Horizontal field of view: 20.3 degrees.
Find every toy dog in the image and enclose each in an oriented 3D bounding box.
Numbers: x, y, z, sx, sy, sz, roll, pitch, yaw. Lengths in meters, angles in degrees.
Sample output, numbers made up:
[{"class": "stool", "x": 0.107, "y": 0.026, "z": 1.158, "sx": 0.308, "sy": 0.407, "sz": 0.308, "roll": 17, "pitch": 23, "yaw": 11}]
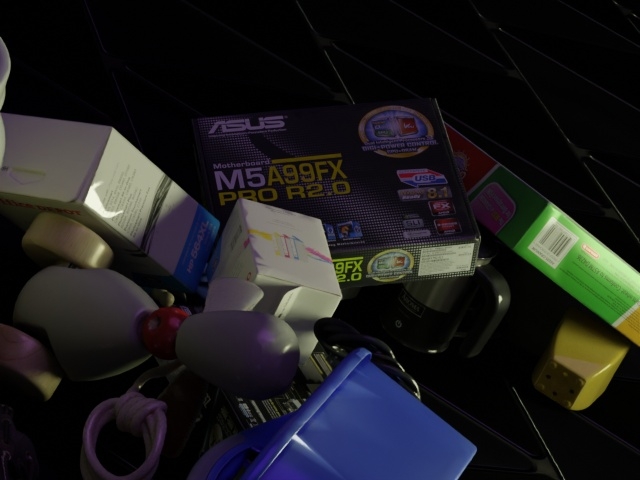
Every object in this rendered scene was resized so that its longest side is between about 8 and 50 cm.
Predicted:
[{"class": "toy dog", "x": -0.152, "y": 0.101, "z": 1.575, "sx": 0.333, "sy": 0.220, "sz": 0.161, "roll": 37, "pitch": -6, "yaw": 41}]

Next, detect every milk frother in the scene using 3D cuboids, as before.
[{"class": "milk frother", "x": 0.158, "y": 0.048, "z": 1.953, "sx": 0.129, "sy": 0.135, "sz": 0.143, "roll": 33, "pitch": 30, "yaw": 12}]

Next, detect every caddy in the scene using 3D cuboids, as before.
[{"class": "caddy", "x": -0.023, "y": 0.225, "z": 1.429, "sx": 0.179, "sy": 0.241, "sz": 0.341, "roll": 34, "pitch": 30, "yaw": 8}]

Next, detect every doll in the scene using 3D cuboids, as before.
[{"class": "doll", "x": -0.142, "y": 0.039, "z": 1.831, "sx": 0.189, "sy": 0.046, "sz": 0.129, "roll": 25, "pitch": 28, "yaw": -1}]

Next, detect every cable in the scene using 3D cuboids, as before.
[{"class": "cable", "x": 0.068, "y": 0.136, "z": 1.606, "sx": 0.047, "sy": 0.150, "sz": 0.184, "roll": -40, "pitch": 79, "yaw": -12}]

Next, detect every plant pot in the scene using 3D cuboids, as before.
[{"class": "plant pot", "x": 0.277, "y": 0.138, "z": 1.959, "sx": 0.081, "sy": 0.081, "sz": 0.083, "roll": 32, "pitch": 36, "yaw": 12}]

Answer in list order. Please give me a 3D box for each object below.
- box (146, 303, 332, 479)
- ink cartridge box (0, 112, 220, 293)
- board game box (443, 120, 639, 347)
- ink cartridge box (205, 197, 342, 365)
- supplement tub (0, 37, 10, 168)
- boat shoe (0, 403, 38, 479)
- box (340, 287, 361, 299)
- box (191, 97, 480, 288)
[{"class": "box", "x": -0.058, "y": 0.146, "z": 1.689, "sx": 0.147, "sy": 0.077, "sz": 0.180, "roll": 2, "pitch": 37, "yaw": -36}, {"class": "ink cartridge box", "x": -0.214, "y": -0.034, "z": 1.703, "sx": 0.148, "sy": 0.086, "sz": 0.203, "roll": 9, "pitch": -22, "yaw": 32}, {"class": "board game box", "x": 0.245, "y": -0.012, "z": 2.021, "sx": 0.242, "sy": 0.064, "sz": 0.316, "roll": 36, "pitch": 5, "yaw": -29}, {"class": "ink cartridge box", "x": -0.045, "y": 0.045, "z": 1.687, "sx": 0.090, "sy": 0.092, "sz": 0.143, "roll": 15, "pitch": 32, "yaw": -21}, {"class": "supplement tub", "x": -0.397, "y": -0.038, "z": 1.476, "sx": 0.235, "sy": 0.325, "sz": 0.235, "roll": 19, "pitch": 30, "yaw": -11}, {"class": "boat shoe", "x": -0.264, "y": 0.182, "z": 1.448, "sx": 0.073, "sy": 0.080, "sz": 0.223, "roll": 7, "pitch": 20, "yaw": -22}, {"class": "box", "x": 0.000, "y": 0.000, "z": 1.944, "sx": 0.087, "sy": 0.102, "sz": 0.101, "roll": -6, "pitch": 42, "yaw": -45}, {"class": "box", "x": 0.011, "y": -0.047, "z": 1.863, "sx": 0.270, "sy": 0.060, "sz": 0.216, "roll": -5, "pitch": 48, "yaw": -9}]
